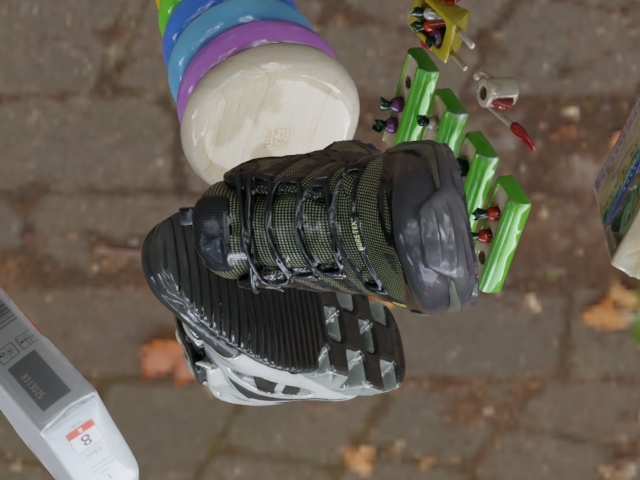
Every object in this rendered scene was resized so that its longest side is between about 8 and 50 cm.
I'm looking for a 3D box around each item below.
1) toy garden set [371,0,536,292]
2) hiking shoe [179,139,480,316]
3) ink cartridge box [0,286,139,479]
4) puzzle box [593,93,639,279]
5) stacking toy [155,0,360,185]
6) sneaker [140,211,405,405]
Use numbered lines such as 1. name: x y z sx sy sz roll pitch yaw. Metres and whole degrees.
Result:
1. toy garden set: 0.123 -0.105 1.777 0.049 0.244 0.204 -5 132 -25
2. hiking shoe: 0.000 0.000 0.913 0.114 0.086 0.227 -14 -173 -14
3. ink cartridge box: -0.145 0.116 1.114 0.045 0.145 0.179 -39 135 -11
4. puzzle box: 0.293 -0.179 1.226 0.052 0.272 0.409 25 103 1
5. stacking toy: -0.082 -0.186 1.541 0.141 0.330 0.141 -12 135 -13
6. sneaker: -0.069 0.076 1.529 0.146 0.122 0.330 -17 152 25
